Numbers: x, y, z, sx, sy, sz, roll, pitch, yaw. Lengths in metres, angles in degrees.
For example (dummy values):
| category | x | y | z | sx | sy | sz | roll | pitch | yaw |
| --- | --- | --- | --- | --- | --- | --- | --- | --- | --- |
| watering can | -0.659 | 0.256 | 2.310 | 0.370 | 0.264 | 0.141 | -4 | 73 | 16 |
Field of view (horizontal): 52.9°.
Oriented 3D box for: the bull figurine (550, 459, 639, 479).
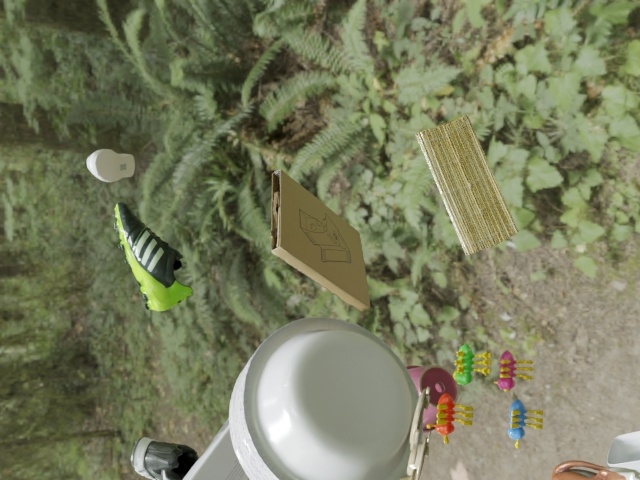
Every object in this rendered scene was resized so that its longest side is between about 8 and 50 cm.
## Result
| category | x | y | z | sx | sy | sz | roll | pitch | yaw |
| --- | --- | --- | --- | --- | --- | --- | --- | --- | --- |
| bull figurine | 0.440 | 0.473 | 0.928 | 0.188 | 0.101 | 0.310 | -33 | 69 | 43 |

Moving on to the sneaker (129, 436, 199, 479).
| category | x | y | z | sx | sy | sz | roll | pitch | yaw |
| --- | --- | --- | --- | --- | --- | --- | --- | --- | --- |
| sneaker | -0.279 | 0.450 | 1.264 | 0.234 | 0.106 | 0.078 | 72 | -155 | -56 |

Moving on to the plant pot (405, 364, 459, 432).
| category | x | y | z | sx | sy | sz | roll | pitch | yaw |
| --- | --- | --- | --- | --- | --- | --- | --- | --- | --- |
| plant pot | 0.302 | 0.447 | 1.866 | 0.180 | 0.201 | 0.201 | 125 | 140 | -57 |

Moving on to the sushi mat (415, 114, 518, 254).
| category | x | y | z | sx | sy | sz | roll | pitch | yaw |
| --- | --- | --- | --- | --- | --- | --- | --- | --- | --- |
| sushi mat | 0.346 | -0.133 | 1.518 | 0.316 | 0.151 | 0.019 | 68 | 160 | 4 |

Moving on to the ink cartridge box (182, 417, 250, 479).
| category | x | y | z | sx | sy | sz | roll | pitch | yaw |
| --- | --- | --- | --- | --- | --- | --- | --- | --- | --- |
| ink cartridge box | -0.124 | 0.488 | 1.190 | 0.066 | 0.261 | 0.296 | -40 | 8 | 48 |

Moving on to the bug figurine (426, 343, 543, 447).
| category | x | y | z | sx | sy | sz | roll | pitch | yaw |
| --- | --- | --- | --- | --- | --- | --- | --- | --- | --- |
| bug figurine | 0.367 | 0.346 | 1.432 | 0.072 | 0.279 | 0.216 | 174 | 106 | -69 |

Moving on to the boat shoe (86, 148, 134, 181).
| category | x | y | z | sx | sy | sz | roll | pitch | yaw |
| --- | --- | --- | --- | --- | --- | --- | --- | --- | --- |
| boat shoe | -0.438 | -0.156 | 1.307 | 0.184 | 0.063 | 0.066 | -68 | -21 | -77 |

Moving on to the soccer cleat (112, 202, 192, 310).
| category | x | y | z | sx | sy | sz | roll | pitch | yaw |
| --- | --- | --- | --- | --- | --- | --- | --- | --- | --- |
| soccer cleat | -0.239 | 0.018 | 0.910 | 0.179 | 0.072 | 0.060 | 60 | 155 | 21 |

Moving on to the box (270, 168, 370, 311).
| category | x | y | z | sx | sy | sz | roll | pitch | yaw |
| --- | --- | --- | --- | --- | --- | --- | --- | --- | --- |
| box | 0.000 | 0.000 | 0.987 | 0.021 | 0.201 | 0.164 | -32 | 41 | 28 |

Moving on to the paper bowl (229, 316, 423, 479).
| category | x | y | z | sx | sy | sz | roll | pitch | yaw |
| --- | --- | --- | --- | --- | --- | --- | --- | --- | --- |
| paper bowl | 0.018 | 0.246 | 0.944 | 0.148 | 0.284 | 0.284 | 123 | 142 | -52 |

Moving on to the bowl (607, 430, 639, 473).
| category | x | y | z | sx | sy | sz | roll | pitch | yaw |
| --- | --- | --- | --- | --- | --- | --- | --- | --- | --- |
| bowl | 0.798 | 0.531 | 1.599 | 0.142 | 0.142 | 0.053 | -29 | 91 | 36 |

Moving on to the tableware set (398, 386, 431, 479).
| category | x | y | z | sx | sy | sz | roll | pitch | yaw |
| --- | --- | --- | --- | --- | --- | --- | --- | --- | --- |
| tableware set | 0.094 | 0.242 | 0.656 | 0.141 | 0.020 | 0.168 | 86 | -159 | -47 |
